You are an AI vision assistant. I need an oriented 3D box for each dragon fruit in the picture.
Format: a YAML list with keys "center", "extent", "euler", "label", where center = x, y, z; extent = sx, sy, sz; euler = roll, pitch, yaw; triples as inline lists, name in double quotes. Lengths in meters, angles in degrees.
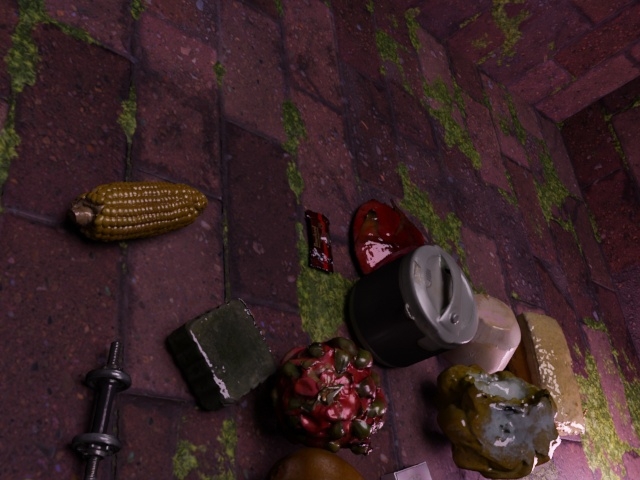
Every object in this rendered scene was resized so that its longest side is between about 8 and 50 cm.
- center: [0.212, -0.016, 1.976]
  extent: [0.343, 0.100, 0.282]
  euler: [4, 58, -48]
  label: "dragon fruit"
- center: [0.025, 0.328, 1.411]
  extent: [0.303, 0.237, 0.231]
  euler: [50, 41, -54]
  label: "dragon fruit"

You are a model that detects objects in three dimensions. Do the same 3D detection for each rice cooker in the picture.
- center: [0.247, 0.169, 1.736]
  extent: [0.288, 0.277, 0.288]
  euler: [29, 45, -33]
  label: "rice cooker"

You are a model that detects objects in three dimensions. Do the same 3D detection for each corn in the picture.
- center: [-0.362, -0.063, 1.360]
  extent: [0.322, 0.119, 0.119]
  euler: [-14, 76, -56]
  label: "corn"

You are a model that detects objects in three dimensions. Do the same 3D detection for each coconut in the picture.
- center: [0.451, 0.277, 1.950]
  extent: [0.241, 0.241, 0.241]
  euler: [27, 47, -34]
  label: "coconut"

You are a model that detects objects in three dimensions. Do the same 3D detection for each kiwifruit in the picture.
- center: [-0.008, 0.507, 1.293]
  extent: [0.234, 0.196, 0.196]
  euler: [39, 42, -18]
  label: "kiwifruit"

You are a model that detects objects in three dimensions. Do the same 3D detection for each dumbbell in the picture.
- center: [-0.367, 0.288, 1.136]
  extent: [0.081, 0.081, 0.254]
  euler: [27, 48, -34]
  label: "dumbbell"

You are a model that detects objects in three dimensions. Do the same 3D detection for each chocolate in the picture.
- center: [0.000, 0.000, 1.781]
  extent: [0.086, 0.028, 0.182]
  euler: [22, 52, -34]
  label: "chocolate"

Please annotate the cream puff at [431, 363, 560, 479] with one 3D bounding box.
- center: [0.449, 0.481, 1.788]
  extent: [0.323, 0.270, 0.274]
  euler: [10, 88, -8]
  label: "cream puff"

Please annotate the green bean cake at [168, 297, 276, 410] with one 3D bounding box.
- center: [-0.193, 0.228, 1.358]
  extent: [0.185, 0.094, 0.183]
  euler: [-27, 86, -53]
  label: "green bean cake"

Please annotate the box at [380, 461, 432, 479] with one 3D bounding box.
- center: [0.217, 0.603, 1.589]
  extent: [0.130, 0.051, 0.129]
  euler: [4, 62, -48]
  label: "box"

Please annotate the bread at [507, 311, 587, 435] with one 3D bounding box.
- center: [0.723, 0.434, 2.169]
  extent: [0.236, 0.165, 0.375]
  euler: [20, 52, -33]
  label: "bread"
